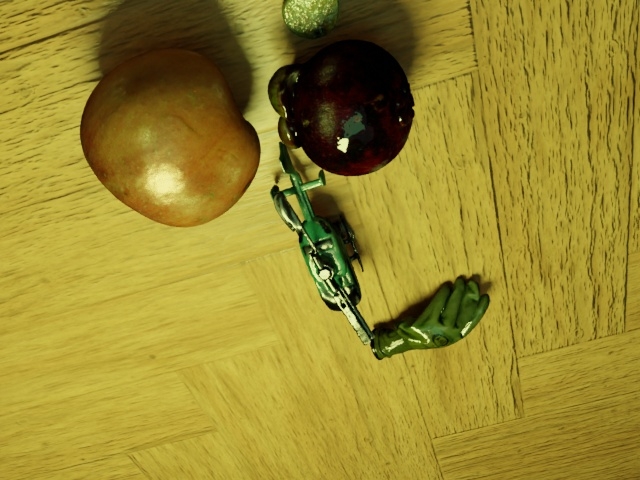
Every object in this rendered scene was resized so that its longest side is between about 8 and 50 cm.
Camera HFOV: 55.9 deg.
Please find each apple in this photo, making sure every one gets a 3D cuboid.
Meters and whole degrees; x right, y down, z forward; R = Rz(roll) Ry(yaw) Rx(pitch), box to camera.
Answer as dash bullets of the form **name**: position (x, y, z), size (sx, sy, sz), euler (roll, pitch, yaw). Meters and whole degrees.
- **apple**: position (-0.205, -0.148, 0.870), size (0.254, 0.253, 0.253), euler (-3, 129, -3)

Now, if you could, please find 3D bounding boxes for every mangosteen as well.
- **mangosteen**: position (0.038, -0.191, 0.891), size (0.210, 0.209, 0.209), euler (-3, 129, -3)

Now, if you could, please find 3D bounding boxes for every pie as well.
- **pie**: position (-0.015, -0.332, 0.877), size (0.085, 0.017, 0.085), euler (-3, 130, -3)

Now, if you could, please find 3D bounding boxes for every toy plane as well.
- **toy plane**: position (0.000, 0.000, 1.063), size (0.107, 0.155, 0.381), euler (-17, 111, 9)

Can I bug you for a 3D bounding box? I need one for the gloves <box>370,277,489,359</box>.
- **gloves**: position (0.230, 0.177, 1.258), size (0.268, 0.107, 0.135), euler (-34, 155, 17)
